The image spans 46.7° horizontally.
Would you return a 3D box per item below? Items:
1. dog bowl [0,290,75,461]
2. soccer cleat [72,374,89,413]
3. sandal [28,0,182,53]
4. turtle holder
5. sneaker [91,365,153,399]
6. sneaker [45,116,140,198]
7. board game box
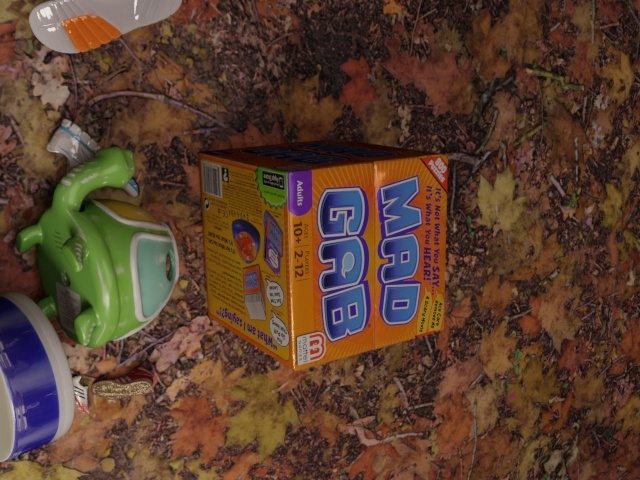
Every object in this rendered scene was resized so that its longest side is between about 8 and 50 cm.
[{"bbox_3d":[-0.523,0.223,1.225,0.104,0.265,0.264,-19,112,-45],"label":"dog bowl"},{"bbox_3d":[-0.462,0.299,1.439,0.036,0.029,0.083,-30,112,-21],"label":"soccer cleat"},{"bbox_3d":[-0.376,-0.407,1.304,0.265,0.076,0.102,-21,136,-17],"label":"sandal"},{"bbox_3d":[-0.388,0.018,1.318,0.227,0.243,0.320,-18,87,-43],"label":"turtle holder"},{"bbox_3d":[-0.391,0.283,1.481,0.119,0.067,0.042,-2,106,-3],"label":"sneaker"},{"bbox_3d":[-0.416,-0.133,1.354,0.191,0.071,0.083,43,83,-25],"label":"sneaker"},{"bbox_3d":[0.000,0.000,1.481,0.356,0.357,0.356,-10,106,-32],"label":"board game box"}]
